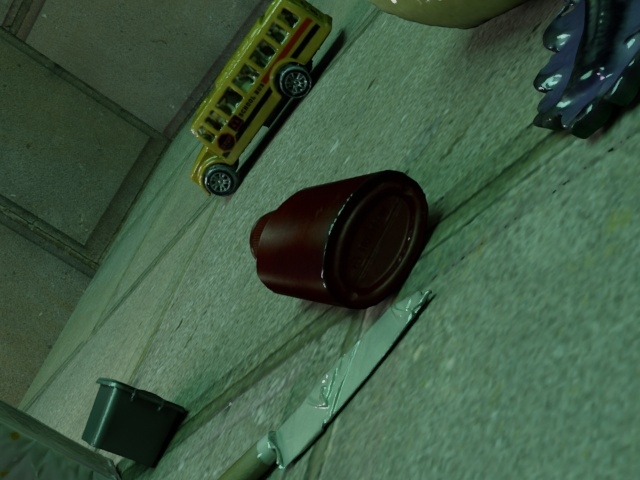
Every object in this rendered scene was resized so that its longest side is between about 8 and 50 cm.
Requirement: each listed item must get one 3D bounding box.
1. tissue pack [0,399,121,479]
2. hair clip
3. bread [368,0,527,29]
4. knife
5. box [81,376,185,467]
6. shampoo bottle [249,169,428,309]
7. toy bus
[{"bbox_3d":[-0.351,0.302,0.975,0.225,0.185,0.124,-59,15,-9],"label":"tissue pack"},{"bbox_3d":[0.165,-0.140,0.542,0.124,0.052,0.195,-48,21,50],"label":"hair clip"},{"bbox_3d":[0.082,-0.312,0.679,0.320,0.320,0.237,162,123,-67],"label":"bread"},{"bbox_3d":[-0.023,0.134,0.620,0.298,0.017,0.047,-47,19,18],"label":"knife"},{"bbox_3d":[-0.198,0.187,0.946,0.069,0.084,0.122,-68,16,-15],"label":"box"},{"bbox_3d":[0.000,0.000,0.737,0.102,0.064,0.260,-62,15,-8],"label":"shampoo bottle"},{"bbox_3d":[-0.108,-0.229,1.456,0.335,0.123,0.121,-51,15,18],"label":"toy bus"}]
